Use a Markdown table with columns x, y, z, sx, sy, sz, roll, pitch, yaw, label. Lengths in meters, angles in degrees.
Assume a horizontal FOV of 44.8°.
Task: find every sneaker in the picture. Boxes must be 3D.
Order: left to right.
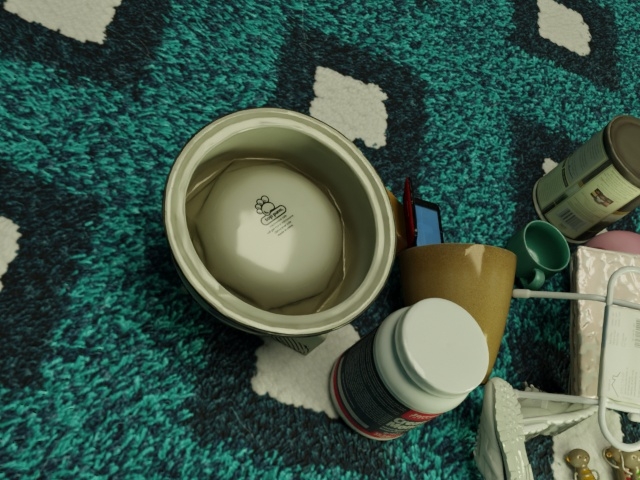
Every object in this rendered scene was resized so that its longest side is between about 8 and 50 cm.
| x | y | z | sx | sy | sz | roll | pitch | yaw | label |
| --- | --- | --- | --- | --- | --- | --- | --- | --- | --- |
| 0.329 | 0.377 | 1.464 | 0.090 | 0.095 | 0.235 | 3 | 77 | -40 | sneaker |
| 0.456 | 0.335 | 1.587 | 0.281 | 0.105 | 0.115 | -2 | 58 | -32 | sneaker |

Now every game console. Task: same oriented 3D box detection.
| x | y | z | sx | sy | sz | roll | pitch | yaw | label |
| --- | --- | --- | --- | --- | --- | --- | --- | --- | --- |
| 0.218 | -0.044 | 1.602 | 0.085 | 0.124 | 0.144 | -2 | 60 | -1 | game console |

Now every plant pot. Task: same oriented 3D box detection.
| x | y | z | sx | sy | sz | roll | pitch | yaw | label |
| --- | --- | --- | --- | --- | --- | --- | --- | --- | --- |
| 0.271 | 0.156 | 1.539 | 0.237 | 0.237 | 0.254 | 9 | 75 | -23 | plant pot |

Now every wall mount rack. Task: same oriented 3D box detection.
| x | y | z | sx | sy | sz | roll | pitch | yaw | label |
| --- | --- | --- | --- | --- | --- | --- | --- | --- | --- |
| 0.522 | 0.218 | 1.493 | 0.304 | 0.130 | 0.350 | 13 | 73 | -6 | wall mount rack |

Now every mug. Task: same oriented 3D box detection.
| x | y | z | sx | sy | sz | roll | pitch | yaw | label |
| --- | --- | --- | --- | --- | --- | --- | --- | --- | --- |
| 0.481 | 0.038 | 1.777 | 0.157 | 0.097 | 0.129 | -30 | 80 | -36 | mug |

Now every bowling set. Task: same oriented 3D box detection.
| x | y | z | sx | sy | sz | roll | pitch | yaw | label |
| --- | --- | --- | --- | --- | --- | --- | --- | --- | --- |
| 0.671 | 0.468 | 1.571 | 0.287 | 0.200 | 0.154 | 4 | 60 | -30 | bowling set |

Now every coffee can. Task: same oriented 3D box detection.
| x | y | z | sx | sy | sz | roll | pitch | yaw | label |
| --- | --- | --- | --- | --- | --- | --- | --- | --- | --- |
| 0.677 | -0.142 | 1.872 | 0.201 | 0.275 | 0.201 | 13 | 58 | -21 | coffee can |

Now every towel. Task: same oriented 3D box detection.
| x | y | z | sx | sy | sz | roll | pitch | yaw | label |
| --- | --- | --- | --- | --- | --- | --- | --- | --- | --- |
| 0.666 | 0.192 | 1.624 | 0.317 | 0.053 | 0.332 | 9 | 74 | -11 | towel |

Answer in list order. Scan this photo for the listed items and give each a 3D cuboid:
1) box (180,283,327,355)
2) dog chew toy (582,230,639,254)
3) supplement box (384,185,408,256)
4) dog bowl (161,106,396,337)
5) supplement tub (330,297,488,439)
| x | y | z | sx | sy | sz | roll | pitch | yaw | label |
| --- | --- | --- | --- | --- | --- | --- | --- | --- | --- |
| -0.108 | 0.095 | 1.436 | 0.275 | 0.094 | 0.113 | 30 | 53 | -9 | box |
| 0.756 | 0.091 | 1.837 | 0.332 | 0.206 | 0.207 | 10 | 58 | -32 | dog chew toy |
| 0.107 | -0.074 | 1.659 | 0.233 | 0.080 | 0.078 | 48 | 51 | 2 | supplement box |
| -0.081 | -0.016 | 1.344 | 0.408 | 0.150 | 0.408 | 7 | 68 | -19 | dog bowl |
| 0.152 | 0.232 | 1.379 | 0.191 | 0.272 | 0.191 | 13 | 58 | -21 | supplement tub |
